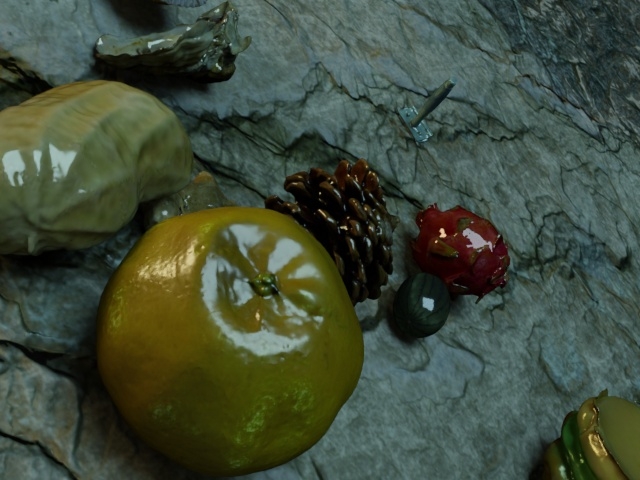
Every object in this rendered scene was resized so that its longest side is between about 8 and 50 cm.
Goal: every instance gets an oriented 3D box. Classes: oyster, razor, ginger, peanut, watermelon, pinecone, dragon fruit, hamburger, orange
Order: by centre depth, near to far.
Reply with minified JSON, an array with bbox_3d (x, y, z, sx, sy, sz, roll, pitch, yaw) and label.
[{"bbox_3d":[-0.088,0.095,1.117,0.279,0.235,0.279,20,50,-26],"label":"orange"},{"bbox_3d":[-0.261,-0.086,1.172,0.174,0.158,0.340,10,28,16],"label":"peanut"},{"bbox_3d":[-0.133,0.004,1.312,0.133,0.059,0.214,-10,63,-46],"label":"ginger"},{"bbox_3d":[0.001,-0.001,1.366,0.212,0.169,0.185,-13,72,-53],"label":"pinecone"},{"bbox_3d":[-0.177,-0.251,1.457,0.233,0.162,0.107,-34,125,-55],"label":"oyster"},{"bbox_3d":[0.405,0.336,1.511,0.237,0.149,0.237,31,30,-21],"label":"hamburger"},{"bbox_3d":[0.140,0.087,1.517,0.078,0.078,0.110,41,35,-12],"label":"watermelon"},{"bbox_3d":[0.196,0.014,1.601,0.166,0.136,0.133,49,31,20],"label":"dragon fruit"},{"bbox_3d":[0.182,-0.224,1.803,0.040,0.135,0.068,-23,74,-35],"label":"razor"}]

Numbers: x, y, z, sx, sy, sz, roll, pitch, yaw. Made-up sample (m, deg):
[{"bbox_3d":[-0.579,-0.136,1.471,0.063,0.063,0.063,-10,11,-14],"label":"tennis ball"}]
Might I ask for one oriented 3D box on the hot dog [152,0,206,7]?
[{"bbox_3d":[-0.256,-0.410,1.523,0.268,0.075,0.144,43,31,20],"label":"hot dog"}]
